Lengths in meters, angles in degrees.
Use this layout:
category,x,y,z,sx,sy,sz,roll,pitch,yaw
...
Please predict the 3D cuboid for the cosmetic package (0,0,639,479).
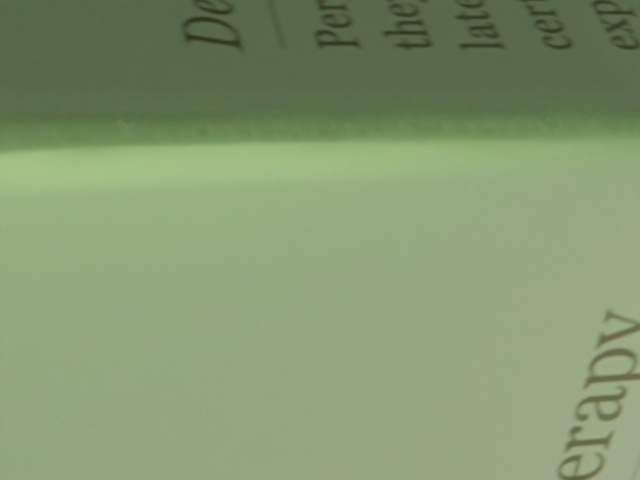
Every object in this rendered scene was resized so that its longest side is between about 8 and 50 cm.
category,x,y,z,sx,sy,sz,roll,pitch,yaw
cosmetic package,0.000,0.000,0.564,0.394,0.327,0.329,-2,130,-13
